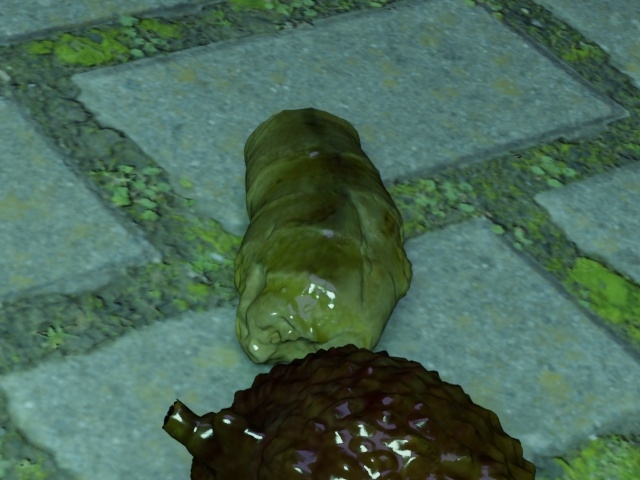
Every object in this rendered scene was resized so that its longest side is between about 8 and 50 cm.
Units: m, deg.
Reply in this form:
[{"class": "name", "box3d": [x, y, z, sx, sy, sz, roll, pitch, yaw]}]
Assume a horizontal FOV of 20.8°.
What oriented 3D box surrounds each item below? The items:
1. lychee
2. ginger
[{"class": "lychee", "box3d": [0.016, 0.149, 0.966, 0.238, 0.200, 0.200, 26, 32, -21]}, {"class": "ginger", "box3d": [0.000, 0.000, 1.229, 0.109, 0.116, 0.263, 47, 20, -27]}]
